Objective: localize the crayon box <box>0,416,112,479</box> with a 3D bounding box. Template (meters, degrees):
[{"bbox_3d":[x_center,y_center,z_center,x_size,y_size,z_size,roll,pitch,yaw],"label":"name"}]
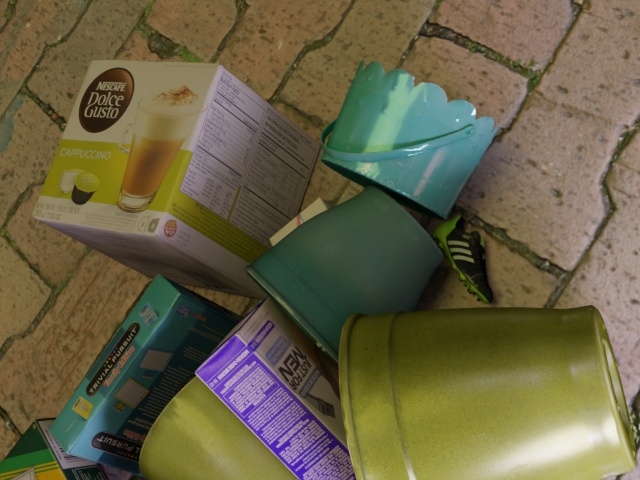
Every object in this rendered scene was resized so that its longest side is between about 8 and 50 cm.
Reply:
[{"bbox_3d":[-0.474,0.553,2.082,0.313,0.106,0.363,-49,61,25],"label":"crayon box"}]

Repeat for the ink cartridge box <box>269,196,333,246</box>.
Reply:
[{"bbox_3d":[0.000,0.000,2.104,0.143,0.092,0.090,-39,51,12],"label":"ink cartridge box"}]

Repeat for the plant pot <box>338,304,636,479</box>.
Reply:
[{"bbox_3d":[0.255,0.246,1.677,0.353,0.366,0.366,-14,61,16],"label":"plant pot"}]

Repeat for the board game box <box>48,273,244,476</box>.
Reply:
[{"bbox_3d":[-0.286,0.252,2.082,0.079,0.254,0.336,38,92,41],"label":"board game box"}]

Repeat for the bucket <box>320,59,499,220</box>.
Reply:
[{"bbox_3d":[0.142,-0.165,1.974,0.281,0.281,0.183,25,88,40],"label":"bucket"}]

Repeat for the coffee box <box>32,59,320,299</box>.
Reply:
[{"bbox_3d":[-0.263,-0.117,2.182,0.337,0.338,0.334,8,74,37],"label":"coffee box"}]

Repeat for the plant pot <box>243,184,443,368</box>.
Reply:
[{"bbox_3d":[0.058,0.057,1.941,0.255,0.272,0.271,-44,50,-5],"label":"plant pot"}]

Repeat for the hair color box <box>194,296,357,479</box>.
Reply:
[{"bbox_3d":[-0.020,0.263,1.818,0.110,0.185,0.339,-42,93,20],"label":"hair color box"}]

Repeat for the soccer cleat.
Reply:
[{"bbox_3d":[0.249,0.028,1.939,0.072,0.060,0.179,-35,52,6],"label":"soccer cleat"}]

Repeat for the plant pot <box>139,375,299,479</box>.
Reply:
[{"bbox_3d":[-0.097,0.380,1.913,0.293,0.275,0.275,39,94,24],"label":"plant pot"}]

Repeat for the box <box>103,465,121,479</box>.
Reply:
[{"bbox_3d":[-0.449,0.479,2.211,0.137,0.072,0.126,-40,51,14],"label":"box"}]
